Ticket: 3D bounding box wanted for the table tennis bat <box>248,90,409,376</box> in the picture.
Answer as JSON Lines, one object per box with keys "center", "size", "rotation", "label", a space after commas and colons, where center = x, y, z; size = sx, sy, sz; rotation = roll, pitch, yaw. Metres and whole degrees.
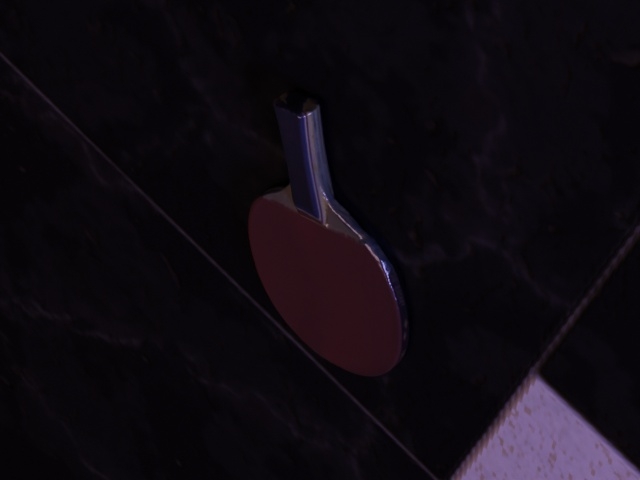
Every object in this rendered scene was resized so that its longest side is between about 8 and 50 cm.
{"center": [0.000, 0.000, 0.829], "size": [0.095, 0.014, 0.158], "rotation": [27, 142, 36], "label": "table tennis bat"}
